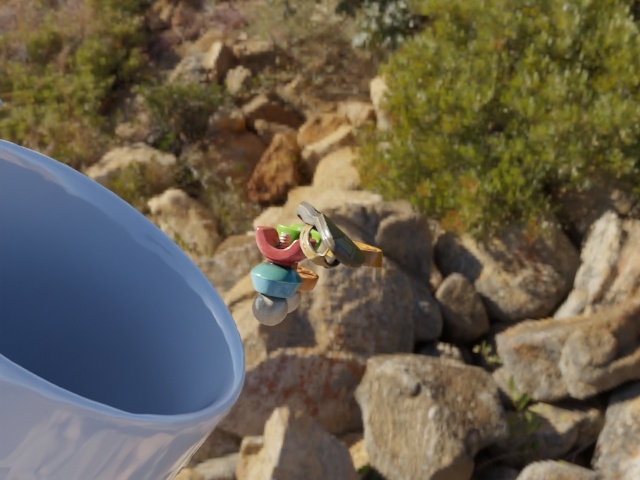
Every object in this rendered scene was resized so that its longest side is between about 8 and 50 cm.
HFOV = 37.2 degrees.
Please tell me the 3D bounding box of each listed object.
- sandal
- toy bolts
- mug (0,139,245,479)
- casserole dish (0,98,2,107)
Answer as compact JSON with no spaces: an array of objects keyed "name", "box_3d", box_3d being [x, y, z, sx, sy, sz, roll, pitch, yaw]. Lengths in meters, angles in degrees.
[{"name":"sandal","box_3d":[0.000,0.000,1.310,0.060,0.090,0.219,-47,24,1]},{"name":"toy bolts","box_3d":[-0.025,0.069,1.623,0.218,0.158,0.228,16,7,22]},{"name":"mug","box_3d":[-0.295,0.105,0.658,0.374,0.328,0.276,38,17,-4]},{"name":"casserole dish","box_3d":[-0.597,-0.177,1.539,0.037,0.114,0.188,43,64,-2]}]
